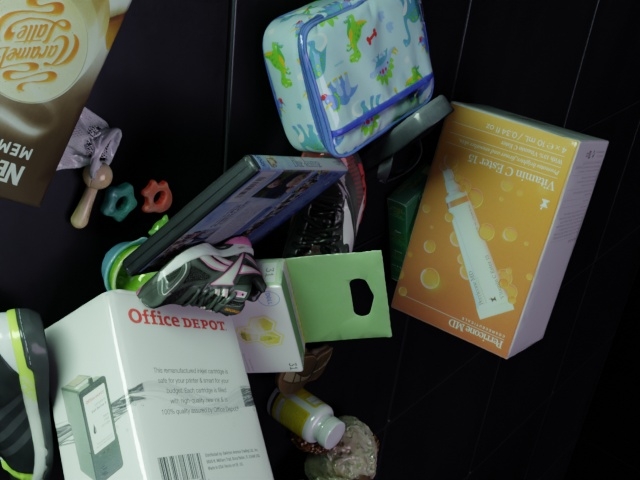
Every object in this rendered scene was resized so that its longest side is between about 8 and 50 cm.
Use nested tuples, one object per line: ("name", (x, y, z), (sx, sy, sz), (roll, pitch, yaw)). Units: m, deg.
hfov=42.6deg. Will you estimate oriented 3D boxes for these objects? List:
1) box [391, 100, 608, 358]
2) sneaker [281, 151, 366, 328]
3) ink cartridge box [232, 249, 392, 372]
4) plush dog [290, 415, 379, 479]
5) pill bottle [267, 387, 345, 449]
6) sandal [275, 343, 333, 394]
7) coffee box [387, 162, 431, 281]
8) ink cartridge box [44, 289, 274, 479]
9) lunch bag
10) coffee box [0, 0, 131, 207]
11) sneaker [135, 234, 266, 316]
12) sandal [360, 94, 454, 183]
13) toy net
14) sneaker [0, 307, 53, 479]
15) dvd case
("box", (0.281, -0.023, 1.305), (0.168, 0.214, 0.346), (-10, 118, -56))
("sneaker", (0.000, 0.000, 1.073), (0.135, 0.097, 0.276), (-76, 175, -61))
("ink cartridge box", (-0.034, 0.093, 1.024), (0.171, 0.234, 0.056), (79, 12, -45))
("plush dog", (0.032, 0.414, 1.409), (0.262, 0.210, 0.226), (33, 62, -58))
("pill bottle", (-0.021, 0.270, 1.263), (0.065, 0.116, 0.065), (-33, 138, -37))
("sandal", (-0.033, 0.188, 1.258), (0.072, 0.049, 0.180), (-63, 163, 12))
("coffee box", (0.159, -0.026, 1.367), (0.113, 0.040, 0.184), (-43, 144, -31))
("ink cartridge box", (-0.163, 0.205, 0.867), (0.114, 0.273, 0.198), (-27, 158, 26))
("lunch bag", (0.043, -0.206, 0.984), (0.219, 0.090, 0.176), (-34, 122, -36))
("coffee box", (-0.245, -0.165, 0.634), (0.141, 0.098, 0.247), (18, 99, -57))
("sneaker", (-0.113, 0.047, 0.878), (0.072, 0.077, 0.178), (-40, 169, 34))
("sandal", (0.099, -0.112, 1.085), (0.097, 0.054, 0.254), (-36, -179, -20))
("toy net", (-0.200, -0.047, 0.839), (0.122, 0.045, 0.232), (-41, 142, -29))
("sneaker", (-0.323, 0.163, 0.817), (0.097, 0.084, 0.235), (-7, 121, -25))
("dvd case", (-0.083, -0.031, 0.899), (0.180, 0.022, 0.253), (-37, 171, 20))
